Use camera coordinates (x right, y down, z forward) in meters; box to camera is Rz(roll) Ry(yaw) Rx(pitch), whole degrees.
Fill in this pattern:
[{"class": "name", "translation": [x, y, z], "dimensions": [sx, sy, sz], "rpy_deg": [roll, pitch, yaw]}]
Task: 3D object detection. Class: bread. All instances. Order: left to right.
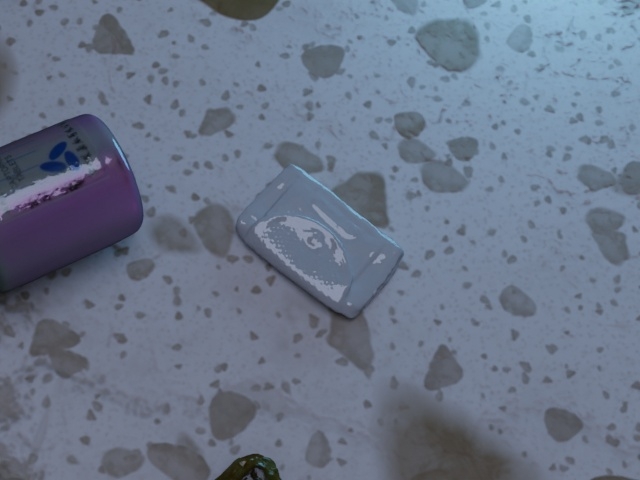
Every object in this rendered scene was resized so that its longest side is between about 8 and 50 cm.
[{"class": "bread", "translation": [-0.087, 0.278, 1.600], "dimensions": [0.066, 0.060, 0.110], "rpy_deg": [30, 60, 36]}]

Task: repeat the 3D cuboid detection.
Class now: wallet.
[{"class": "wallet", "translation": [0.000, 0.000, 1.746], "dimensions": [0.183, 0.032, 0.124], "rpy_deg": [38, 64, 8]}]

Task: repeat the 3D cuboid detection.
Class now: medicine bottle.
[{"class": "medicine bottle", "translation": [-0.336, -0.029, 1.633], "dimensions": [0.254, 0.152, 0.152], "rpy_deg": [-24, 73, -19]}]
